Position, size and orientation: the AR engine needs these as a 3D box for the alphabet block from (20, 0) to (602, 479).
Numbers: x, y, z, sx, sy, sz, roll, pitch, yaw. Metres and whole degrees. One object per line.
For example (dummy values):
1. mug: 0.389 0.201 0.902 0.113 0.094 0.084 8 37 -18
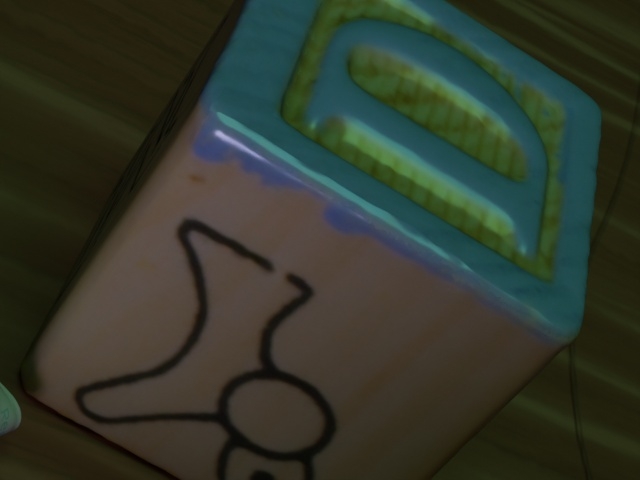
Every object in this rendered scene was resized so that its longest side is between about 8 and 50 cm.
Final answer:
1. alphabet block: 0.000 0.000 0.732 0.192 0.197 0.193 33 38 -9

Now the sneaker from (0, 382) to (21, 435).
1. sneaker: -0.198 0.003 0.679 0.094 0.080 0.212 3 56 -53
